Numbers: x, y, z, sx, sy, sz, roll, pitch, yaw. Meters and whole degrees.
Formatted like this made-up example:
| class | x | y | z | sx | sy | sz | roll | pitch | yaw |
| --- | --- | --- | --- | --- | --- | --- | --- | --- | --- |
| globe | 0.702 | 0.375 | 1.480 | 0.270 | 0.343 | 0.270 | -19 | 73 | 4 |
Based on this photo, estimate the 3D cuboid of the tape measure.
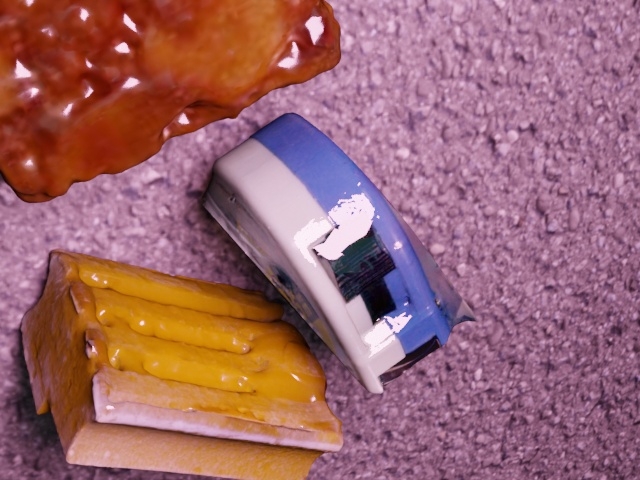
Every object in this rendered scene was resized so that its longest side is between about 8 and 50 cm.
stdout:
| class | x | y | z | sx | sy | sz | roll | pitch | yaw |
| --- | --- | --- | --- | --- | --- | --- | --- | --- | --- |
| tape measure | 0.000 | 0.002 | 1.059 | 0.138 | 0.259 | 0.262 | -42 | 129 | -5 |

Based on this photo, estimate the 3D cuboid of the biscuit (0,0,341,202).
| class | x | y | z | sx | sy | sz | roll | pitch | yaw |
| --- | --- | --- | --- | --- | --- | --- | --- | --- | --- |
| biscuit | -0.196 | -0.261 | 0.841 | 0.343 | 0.166 | 0.395 | -27 | 130 | -9 |

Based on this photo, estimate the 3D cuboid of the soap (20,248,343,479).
| class | x | y | z | sx | sy | sz | roll | pitch | yaw |
| --- | --- | --- | --- | --- | --- | --- | --- | --- | --- |
| soap | -0.145 | 0.138 | 1.058 | 0.281 | 0.259 | 0.143 | 18 | 112 | -34 |
